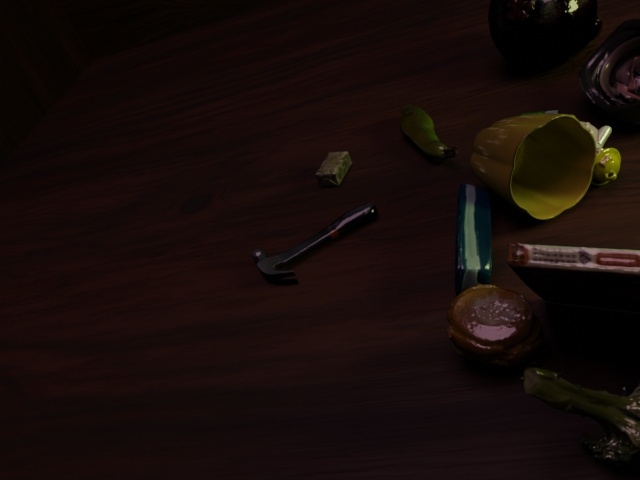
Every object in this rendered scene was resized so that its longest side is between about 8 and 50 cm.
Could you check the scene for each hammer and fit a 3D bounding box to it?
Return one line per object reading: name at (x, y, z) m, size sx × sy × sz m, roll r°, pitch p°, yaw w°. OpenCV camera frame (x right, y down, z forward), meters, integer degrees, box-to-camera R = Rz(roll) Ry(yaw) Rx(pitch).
hammer at (0.000, 0.000, 1.220) m, size 0.290 × 0.037 × 0.137 m, roll -29°, pitch 38°, yaw -8°

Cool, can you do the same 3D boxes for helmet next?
helmet at (0.684, -0.338, 1.189) m, size 0.198 × 0.154 × 0.253 m, roll -53°, pitch 18°, yaw 25°

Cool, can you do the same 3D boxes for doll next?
doll at (0.528, -0.178, 1.133) m, size 0.129 × 0.081 × 0.207 m, roll -34°, pitch 37°, yaw 17°

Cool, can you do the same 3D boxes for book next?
book at (0.481, 0.064, 0.712) m, size 0.428 × 0.300 × 0.039 m, roll 4°, pitch 77°, yaw 32°

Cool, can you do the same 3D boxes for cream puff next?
cream puff at (0.266, 0.136, 0.870) m, size 0.144 × 0.103 × 0.126 m, roll 2°, pitch 49°, yaw 29°

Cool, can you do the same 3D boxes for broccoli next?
broccoli at (0.337, 0.204, 0.688) m, size 0.204 × 0.122 × 0.118 m, roll 22°, pitch 78°, yaw -7°

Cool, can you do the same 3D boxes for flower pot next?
flower pot at (0.393, -0.156, 1.101) m, size 0.195 × 0.195 × 0.179 m, roll -30°, pitch 26°, yaw -10°

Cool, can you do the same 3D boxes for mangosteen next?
mangosteen at (0.586, -0.573, 1.463) m, size 0.302 × 0.275 × 0.275 m, roll -10°, pitch 25°, yaw -40°

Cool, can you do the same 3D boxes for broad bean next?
broad bean at (0.256, -0.259, 1.386) m, size 0.075 × 0.067 × 0.325 m, roll -47°, pitch 36°, yaw 18°

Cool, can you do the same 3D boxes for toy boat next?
toy boat at (0.284, -0.020, 1.059) m, size 0.062 × 0.096 × 0.299 m, roll 2°, pitch 41°, yaw 13°

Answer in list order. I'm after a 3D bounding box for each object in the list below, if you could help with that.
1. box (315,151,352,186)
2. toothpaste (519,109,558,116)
box at (0.033, -0.178, 1.410) m, size 0.062 × 0.045 × 0.098 m, roll 3°, pitch 44°, yaw 31°
toothpaste at (0.508, -0.287, 1.320) m, size 0.083 × 0.020 × 0.017 m, roll 0°, pitch 45°, yaw 27°
